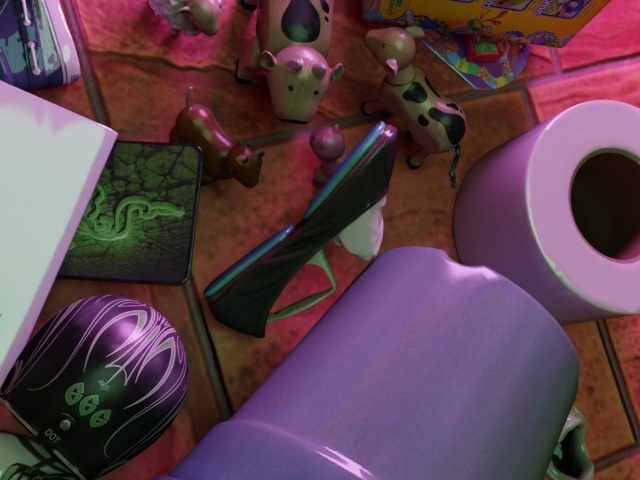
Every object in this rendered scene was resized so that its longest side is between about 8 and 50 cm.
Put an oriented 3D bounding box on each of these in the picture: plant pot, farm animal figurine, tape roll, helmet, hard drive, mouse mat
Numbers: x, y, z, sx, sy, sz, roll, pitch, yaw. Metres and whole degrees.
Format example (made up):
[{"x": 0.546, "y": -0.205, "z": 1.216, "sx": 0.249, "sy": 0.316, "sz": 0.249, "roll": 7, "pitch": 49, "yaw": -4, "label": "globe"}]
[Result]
[{"x": 0.069, "y": 0.207, "z": 0.854, "sx": 0.341, "sy": 0.341, "sz": 0.334, "roll": 43, "pitch": 62, "yaw": -7, "label": "plant pot"}, {"x": -0.006, "y": -0.197, "z": 0.971, "sx": 0.330, "sy": 0.172, "sz": 0.326, "roll": -11, "pitch": 83, "yaw": -21, "label": "farm animal figurine"}, {"x": 0.303, "y": -0.024, "z": 1.050, "sx": 0.246, "sy": 0.169, "sz": 0.246, "roll": 4, "pitch": 78, "yaw": -19, "label": "tape roll"}, {"x": -0.204, "y": 0.130, "z": 0.840, "sx": 0.169, "sy": 0.169, "sz": 0.161, "roll": 46, "pitch": 70, "yaw": -6, "label": "helmet"}, {"x": -0.353, "y": -0.006, "z": 0.862, "sx": 0.203, "sy": 0.040, "sz": 0.307, "roll": 23, "pitch": 80, "yaw": -13, "label": "hard drive"}, {"x": -0.220, "y": -0.032, "z": 0.915, "sx": 0.190, "sy": 0.007, "sz": 0.152, "roll": 3, "pitch": 78, "yaw": 5, "label": "mouse mat"}]

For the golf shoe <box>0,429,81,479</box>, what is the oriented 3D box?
[{"x": -0.265, "y": 0.239, "z": 0.840, "sx": 0.198, "sy": 0.094, "sz": 0.077, "roll": 30, "pitch": 73, "yaw": -10, "label": "golf shoe"}]

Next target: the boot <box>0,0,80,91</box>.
[{"x": -0.322, "y": -0.248, "z": 0.923, "sx": 0.086, "sy": 0.069, "sz": 0.190, "roll": -20, "pitch": 89, "yaw": -25, "label": "boot"}]

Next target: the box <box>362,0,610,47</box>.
[{"x": 0.195, "y": -0.413, "z": 1.060, "sx": 0.279, "sy": 0.177, "sz": 0.290, "roll": 3, "pitch": 69, "yaw": -19, "label": "box"}]

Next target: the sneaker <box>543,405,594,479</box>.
[{"x": 0.252, "y": 0.186, "z": 1.019, "sx": 0.090, "sy": 0.115, "sz": 0.232, "roll": -29, "pitch": 90, "yaw": -22, "label": "sneaker"}]

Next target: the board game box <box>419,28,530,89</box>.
[{"x": 0.203, "y": -0.277, "z": 1.136, "sx": 0.169, "sy": 0.033, "sz": 0.133, "roll": 40, "pitch": 69, "yaw": -8, "label": "board game box"}]

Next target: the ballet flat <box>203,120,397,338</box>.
[{"x": 0.000, "y": 0.000, "z": 0.929, "sx": 0.096, "sy": 0.095, "sz": 0.280, "roll": 45, "pitch": 108, "yaw": -8, "label": "ballet flat"}]
